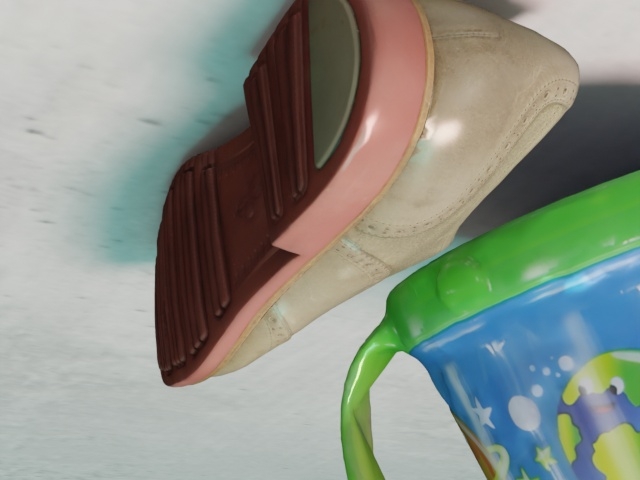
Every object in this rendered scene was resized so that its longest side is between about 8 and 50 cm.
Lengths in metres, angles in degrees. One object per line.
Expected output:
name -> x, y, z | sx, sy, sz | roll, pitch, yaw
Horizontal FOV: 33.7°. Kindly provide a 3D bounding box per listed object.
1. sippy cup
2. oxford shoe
sippy cup -> 0.181, 0.094, 0.575 | 0.240, 0.224, 0.305 | -11, 164, -40
oxford shoe -> 0.000, 0.000, 0.554 | 0.130, 0.122, 0.348 | 3, 157, -25
